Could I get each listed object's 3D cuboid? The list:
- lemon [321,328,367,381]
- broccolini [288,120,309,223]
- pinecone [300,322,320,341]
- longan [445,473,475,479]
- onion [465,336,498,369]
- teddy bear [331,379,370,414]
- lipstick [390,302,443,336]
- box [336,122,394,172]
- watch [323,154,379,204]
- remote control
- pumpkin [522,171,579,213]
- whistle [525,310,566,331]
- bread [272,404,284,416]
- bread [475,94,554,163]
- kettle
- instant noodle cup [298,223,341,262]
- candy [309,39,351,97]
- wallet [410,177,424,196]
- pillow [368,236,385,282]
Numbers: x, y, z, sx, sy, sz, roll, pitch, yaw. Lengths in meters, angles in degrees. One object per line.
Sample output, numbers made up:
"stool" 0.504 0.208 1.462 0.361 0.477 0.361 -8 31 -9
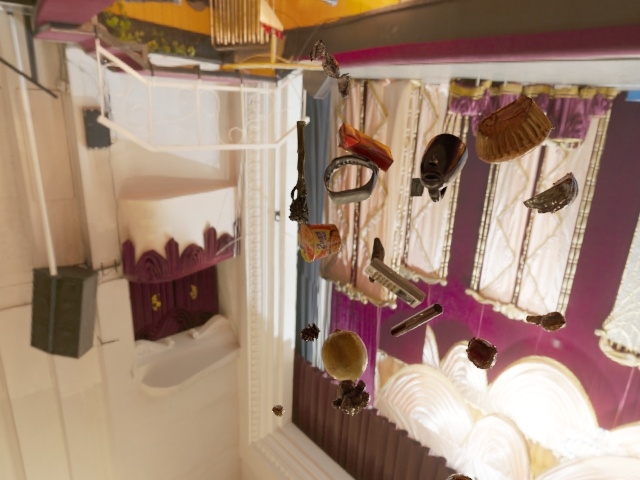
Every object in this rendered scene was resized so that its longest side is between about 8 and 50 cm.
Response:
"lemon" 0.128 0.611 2.293 0.266 0.268 0.267 2 -162 -1
"broccolini" -0.071 -0.255 1.550 0.073 0.393 0.078 -9 169 44
"pinecone" -0.052 0.484 2.255 0.102 0.103 0.109 18 -157 40
"longan" 0.498 0.911 1.485 0.189 0.190 0.189 2 -162 -1
"onion" 0.899 0.615 2.366 0.183 0.147 0.184 22 -132 -26
"teddy bear" 0.138 0.724 1.956 0.181 0.130 0.251 -19 -171 -7
"lipstick" 0.460 0.390 2.088 0.057 0.357 0.057 15 -126 -22
"box" 0.244 -0.516 2.378 0.313 0.089 0.198 24 -149 -15
"watch" 0.112 -0.228 1.566 0.206 0.193 0.068 -11 151 21
"remote control" 0.327 0.190 1.907 0.277 0.103 0.056 37 -114 6
"pumpkin" 0.999 -0.183 1.782 0.253 0.131 0.149 -30 179 -3
"whistle" 1.073 0.379 2.055 0.107 0.057 0.220 -44 -172 -16
"bread" -0.166 0.668 1.697 0.049 0.034 0.088 35 169 12
"bread" 0.614 -0.351 1.401 0.239 0.139 0.240 -32 -152 19
"kettle" 0.585 -0.332 2.100 0.207 0.269 0.290 6 -135 30
"instant noodle cup" 0.000 0.000 2.284 0.174 0.214 0.213 -10 -159 -25
"candy" 0.043 -0.618 1.562 0.051 0.094 0.226 13 157 47
"wallet" 0.632 -0.343 2.791 0.088 0.130 0.026 -1 -151 -5
"pillow" 0.296 0.105 2.209 0.093 0.242 0.051 20 160 -38
